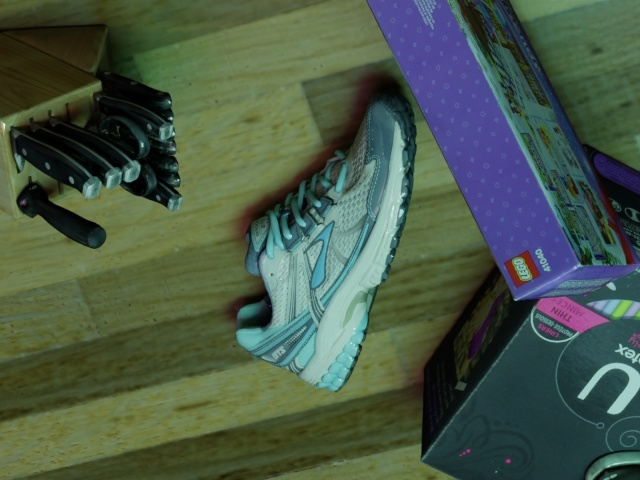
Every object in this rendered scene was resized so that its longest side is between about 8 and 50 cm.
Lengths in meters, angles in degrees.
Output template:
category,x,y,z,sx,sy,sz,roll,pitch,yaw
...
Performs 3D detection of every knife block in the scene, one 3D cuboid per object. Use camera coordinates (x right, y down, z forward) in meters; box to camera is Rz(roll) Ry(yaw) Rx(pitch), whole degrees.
category,x,y,z,sx,sy,sz,roll,pitch,yaw
knife block,-0.240,-0.077,1.534,0.275,0.242,0.088,-1,119,5

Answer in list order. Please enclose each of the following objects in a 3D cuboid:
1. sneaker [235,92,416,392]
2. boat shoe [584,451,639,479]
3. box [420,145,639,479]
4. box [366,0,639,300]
category,x,y,z,sx,sy,sz,roll,pitch,yaw
sneaker,0.000,0.000,1.643,0.122,0.110,0.283,16,120,-2
boat shoe,0.330,0.212,1.606,0.227,0.069,0.081,-5,121,5
box,0.218,0.087,1.657,0.165,0.143,0.270,26,119,-12
box,0.126,-0.098,1.447,0.057,0.201,0.293,-29,79,19
